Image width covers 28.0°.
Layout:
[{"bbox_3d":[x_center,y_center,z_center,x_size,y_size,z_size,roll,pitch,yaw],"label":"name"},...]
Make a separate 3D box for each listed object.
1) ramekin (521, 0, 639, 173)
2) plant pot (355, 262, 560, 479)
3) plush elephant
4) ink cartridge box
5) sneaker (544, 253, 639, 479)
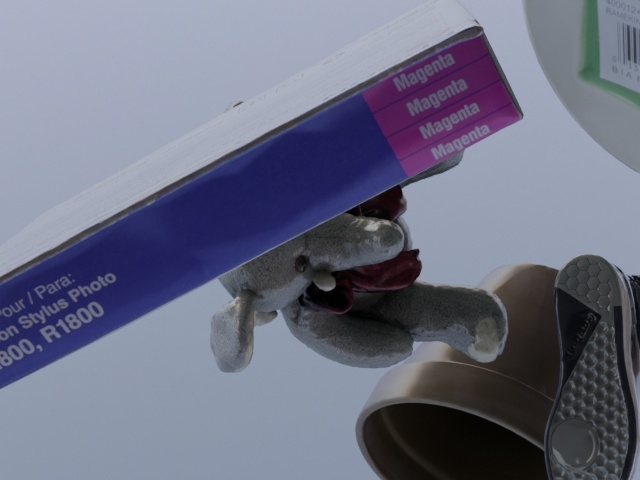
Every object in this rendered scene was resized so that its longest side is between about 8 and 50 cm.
[{"bbox_3d":[0.299,-0.181,0.991,0.148,0.303,0.303,-37,-110,-24],"label":"ramekin"},{"bbox_3d":[0.245,0.193,1.634,0.323,0.323,0.280,29,-123,4],"label":"plant pot"},{"bbox_3d":[0.000,0.000,1.233,0.330,0.272,0.255,-3,-178,14],"label":"plush elephant"},{"bbox_3d":[-0.052,-0.026,0.704,0.071,0.324,0.330,61,-170,-11],"label":"ink cartridge box"},{"bbox_3d":[0.268,0.136,1.134,0.163,0.086,0.226,17,-105,-54],"label":"sneaker"}]
